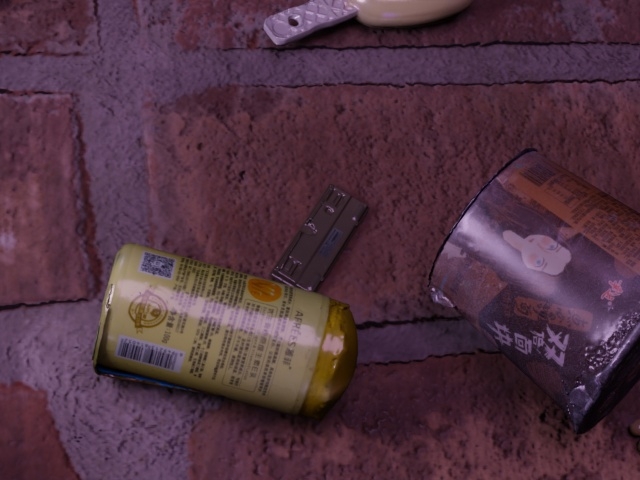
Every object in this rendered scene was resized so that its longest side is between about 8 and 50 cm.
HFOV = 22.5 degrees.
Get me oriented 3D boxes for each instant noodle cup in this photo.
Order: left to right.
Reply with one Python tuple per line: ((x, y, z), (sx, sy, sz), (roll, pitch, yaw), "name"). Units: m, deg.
((0.232, 0.040, 1.531), (0.207, 0.217, 0.217), (39, 58, 18), "instant noodle cup")

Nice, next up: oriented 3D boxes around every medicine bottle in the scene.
((-0.083, 0.086, 1.472), (0.239, 0.124, 0.124), (15, 57, -6), "medicine bottle")

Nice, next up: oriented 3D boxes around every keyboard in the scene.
((0.000, 0.000, 1.605), (0.049, 0.015, 0.129), (32, 57, 0), "keyboard")

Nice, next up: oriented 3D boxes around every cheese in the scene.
((0.049, -0.266, 1.755), (0.252, 0.054, 0.127), (-26, 65, -26), "cheese")

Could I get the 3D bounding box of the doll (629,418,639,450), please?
((0.352, 0.183, 1.575), (0.093, 0.051, 0.061), (-26, 66, 5), "doll")
